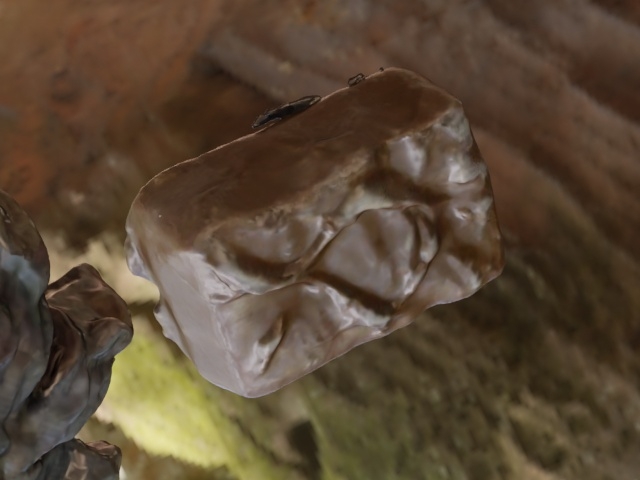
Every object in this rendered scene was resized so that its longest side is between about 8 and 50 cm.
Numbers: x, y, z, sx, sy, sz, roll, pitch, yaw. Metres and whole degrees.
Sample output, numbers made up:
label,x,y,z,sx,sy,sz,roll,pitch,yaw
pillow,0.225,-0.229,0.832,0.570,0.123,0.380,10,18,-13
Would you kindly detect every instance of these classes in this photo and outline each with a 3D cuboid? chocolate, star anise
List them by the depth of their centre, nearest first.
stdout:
label,x,y,z,sx,sy,sz,roll,pitch,yaw
star anise,-0.143,0.093,0.625,0.081,0.230,0.262,20,-127,28
chocolate,0.000,0.000,1.095,0.214,0.148,0.093,-29,-149,-14
